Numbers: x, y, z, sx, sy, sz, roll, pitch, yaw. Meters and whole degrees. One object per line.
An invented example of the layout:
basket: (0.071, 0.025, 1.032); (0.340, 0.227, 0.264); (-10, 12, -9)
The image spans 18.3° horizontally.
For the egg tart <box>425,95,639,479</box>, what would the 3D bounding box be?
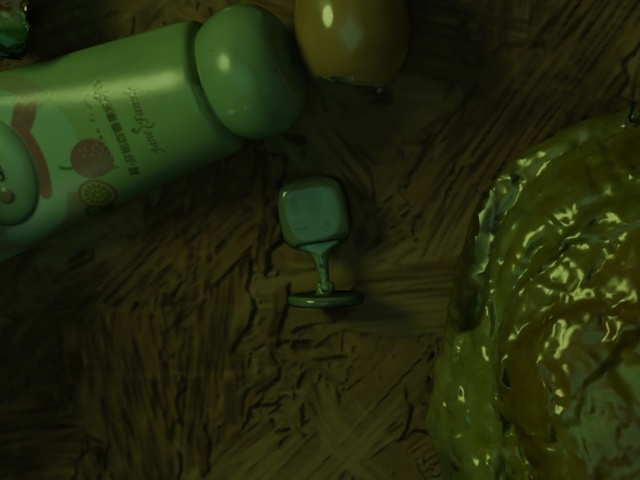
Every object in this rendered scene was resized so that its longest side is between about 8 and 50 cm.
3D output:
egg tart: (0.237, 0.071, 1.330); (0.351, 0.153, 0.339); (-9, 101, 7)

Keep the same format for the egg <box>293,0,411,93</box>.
egg: (0.022, -0.149, 1.326); (0.080, 0.080, 0.096); (7, 97, 4)

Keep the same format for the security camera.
security camera: (0.000, 0.000, 1.389); (0.058, 0.058, 0.092); (-3, 92, 6)

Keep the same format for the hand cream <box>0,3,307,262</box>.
hand cream: (-0.159, -0.077, 1.367); (0.306, 0.093, 0.147); (-19, 104, 19)

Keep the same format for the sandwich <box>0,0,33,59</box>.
sandwich: (-0.279, -0.232, 1.339); (0.235, 0.079, 0.159); (25, 96, -5)
